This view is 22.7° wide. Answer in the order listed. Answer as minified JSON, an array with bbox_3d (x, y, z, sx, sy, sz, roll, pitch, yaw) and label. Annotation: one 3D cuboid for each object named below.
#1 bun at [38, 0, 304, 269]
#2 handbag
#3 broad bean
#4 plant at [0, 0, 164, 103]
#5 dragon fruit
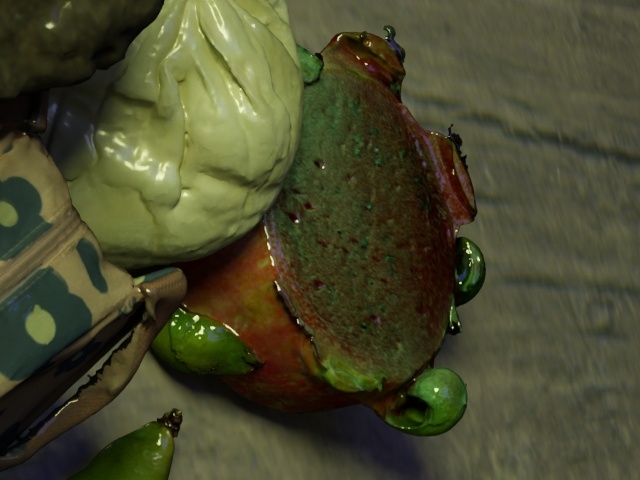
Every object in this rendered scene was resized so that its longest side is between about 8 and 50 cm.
[{"bbox_3d":[-0.116,-0.101,0.909,0.229,0.145,0.229,3,66,-7],"label":"bun"},{"bbox_3d":[-0.203,0.049,0.764,0.190,0.193,0.251,53,41,-13],"label":"handbag"},{"bbox_3d":[-0.157,0.164,0.881,0.052,0.053,0.256,35,35,19],"label":"broad bean"},{"bbox_3d":[-0.210,-0.204,0.762,0.215,0.312,0.213,-12,127,-29],"label":"plant"},{"bbox_3d":[0.000,0.000,1.066,0.268,0.130,0.295,-16,86,-51],"label":"dragon fruit"}]
